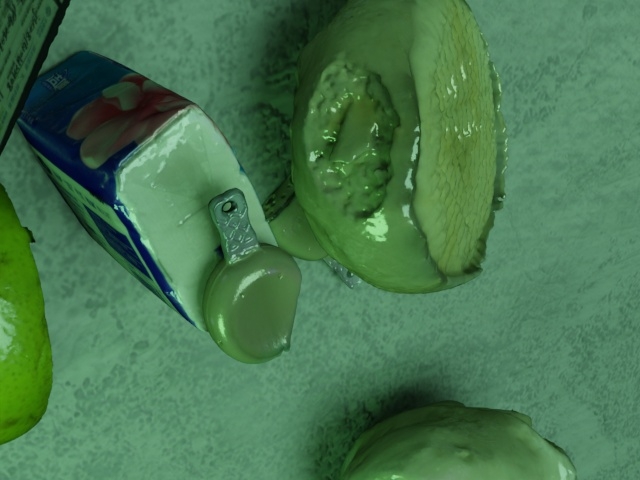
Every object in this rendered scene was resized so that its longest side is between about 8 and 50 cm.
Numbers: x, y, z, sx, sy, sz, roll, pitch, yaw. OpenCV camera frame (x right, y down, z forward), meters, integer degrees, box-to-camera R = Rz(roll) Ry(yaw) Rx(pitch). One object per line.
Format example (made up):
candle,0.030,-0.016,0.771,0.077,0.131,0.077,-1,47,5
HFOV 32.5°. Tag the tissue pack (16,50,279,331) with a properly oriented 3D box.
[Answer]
tissue pack,-0.166,-0.058,1.067,0.137,0.269,0.209,-37,125,-17

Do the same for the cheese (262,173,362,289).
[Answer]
cheese,0.000,0.000,1.369,0.097,0.037,0.192,-49,129,-9

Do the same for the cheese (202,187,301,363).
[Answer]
cheese,-0.059,0.030,0.974,0.092,0.047,0.171,-12,118,-33

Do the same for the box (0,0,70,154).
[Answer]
box,-0.278,-0.249,0.922,0.211,0.058,0.350,65,39,-63

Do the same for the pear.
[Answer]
pear,-0.391,0.102,1.063,0.239,0.139,0.288,-10,113,-25

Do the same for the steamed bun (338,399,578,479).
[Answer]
steamed bun,0.167,0.359,1.520,0.352,0.247,0.339,-4,128,-29

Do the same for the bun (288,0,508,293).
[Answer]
bun,0.077,-0.118,1.259,0.364,0.202,0.364,-2,92,-63
